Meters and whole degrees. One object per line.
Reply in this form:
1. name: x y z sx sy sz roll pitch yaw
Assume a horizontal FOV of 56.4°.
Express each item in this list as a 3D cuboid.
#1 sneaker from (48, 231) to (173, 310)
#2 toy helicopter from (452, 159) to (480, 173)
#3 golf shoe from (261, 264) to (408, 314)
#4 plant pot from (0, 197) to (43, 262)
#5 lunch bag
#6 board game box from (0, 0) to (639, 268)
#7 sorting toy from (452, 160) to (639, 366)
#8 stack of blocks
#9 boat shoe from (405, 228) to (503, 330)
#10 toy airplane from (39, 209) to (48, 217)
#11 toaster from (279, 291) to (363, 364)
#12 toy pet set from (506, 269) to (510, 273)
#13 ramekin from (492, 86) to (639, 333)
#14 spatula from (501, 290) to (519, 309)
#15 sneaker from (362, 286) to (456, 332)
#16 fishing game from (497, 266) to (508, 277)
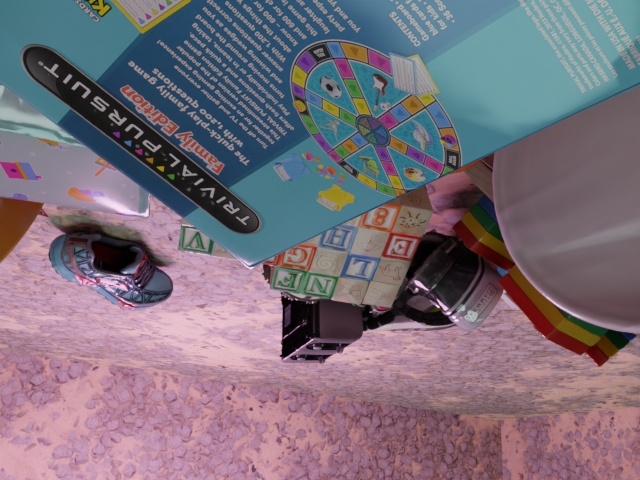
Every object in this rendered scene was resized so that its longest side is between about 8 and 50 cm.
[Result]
1. sneaker: -0.366 0.061 1.120 0.125 0.104 0.262 -13 152 32
2. toy helicopter: 0.052 -0.195 0.377 0.355 0.140 0.235 26 151 -30
3. golf shoe: 0.032 0.048 1.048 0.273 0.105 0.120 11 140 -26
4. plant pot: -0.491 -0.061 0.753 0.205 0.205 0.188 -12 137 36
5. lunch bag: -0.244 -0.145 0.523 0.223 0.160 0.262 9 151 -16
6. board game box: -0.019 -0.129 0.348 0.336 0.079 0.254 -24 127 40
7. sorting toy: 0.294 0.045 0.741 0.255 0.257 0.089 25 114 -40
8. stack of blocks: -0.027 -0.021 0.779 0.297 0.087 0.171 10 128 -11
9. boat shoe: 0.183 0.033 0.875 0.119 0.121 0.335 40 -175 2
10. toy airplane: -0.495 -0.070 0.920 0.151 0.028 0.151 -1 145 -1
11. toaster: -0.005 0.139 1.165 0.110 0.185 0.168 12 149 -23
12. toy pet set: 0.296 0.076 1.018 0.114 0.065 0.122 27 153 -22
13. ramekin: 0.290 -0.060 0.499 0.127 0.272 0.273 5 161 -35
14. spatula: 0.319 0.119 1.235 0.168 0.019 0.242 -10 154 30
15. sneaker: 0.164 0.143 1.199 0.300 0.111 0.121 -2 161 31
16. fishing game: 0.399 0.061 1.050 0.264 0.041 0.189 24 154 -38
